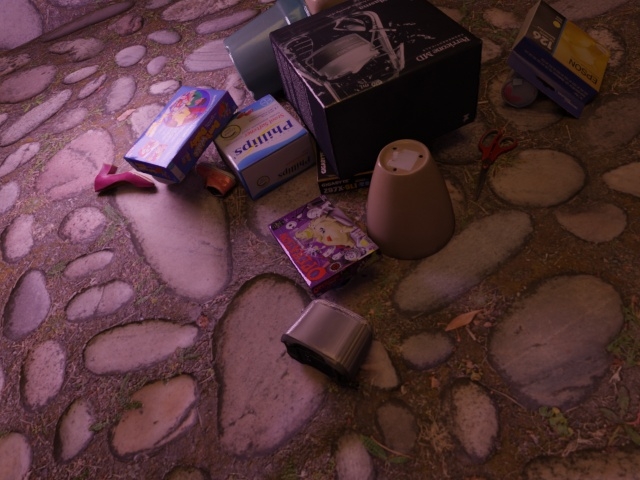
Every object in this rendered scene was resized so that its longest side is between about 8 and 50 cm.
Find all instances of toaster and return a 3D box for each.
[{"bbox_3d":[0.028,0.244,1.116,0.227,0.129,0.146,21,60,29],"label":"toaster"}]

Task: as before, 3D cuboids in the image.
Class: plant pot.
[{"bbox_3d":[0.235,-0.127,1.242,0.257,0.274,0.256,-7,53,9],"label":"plant pot"},{"bbox_3d":[-0.171,-0.733,1.784,0.334,0.341,0.341,-27,52,3],"label":"plant pot"}]

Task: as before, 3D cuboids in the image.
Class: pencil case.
[{"bbox_3d":[0.695,-0.573,1.545,0.113,0.124,0.273,19,62,20],"label":"pencil case"}]

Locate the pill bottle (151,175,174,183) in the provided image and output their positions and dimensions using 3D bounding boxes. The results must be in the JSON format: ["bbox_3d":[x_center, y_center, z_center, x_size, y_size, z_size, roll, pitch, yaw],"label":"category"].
[{"bbox_3d":[-0.561,-0.317,1.693,0.117,0.117,0.215,-16,52,3],"label":"pill bottle"}]

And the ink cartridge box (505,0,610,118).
[{"bbox_3d":[0.769,-0.589,1.479,0.304,0.072,0.307,34,60,-6],"label":"ink cartridge box"}]

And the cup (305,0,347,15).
[{"bbox_3d":[0.058,-1.031,1.964,0.331,0.331,0.237,-25,76,-4],"label":"cup"}]

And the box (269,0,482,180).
[{"bbox_3d":[0.159,-0.513,1.447,0.480,0.297,0.471,-25,54,-5],"label":"box"}]

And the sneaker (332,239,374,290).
[{"bbox_3d":[0.067,0.061,1.287,0.083,0.071,0.190,21,55,37],"label":"sneaker"}]

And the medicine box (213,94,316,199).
[{"bbox_3d":[-0.201,-0.325,1.584,0.263,0.149,0.289,-32,52,-10],"label":"medicine box"}]

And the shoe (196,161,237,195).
[{"bbox_3d":[-0.381,-0.211,1.600,0.178,0.063,0.081,23,57,23],"label":"shoe"}]

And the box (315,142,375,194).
[{"bbox_3d":[0.112,-0.311,1.536,0.257,0.079,0.322,-8,52,7],"label":"box"}]

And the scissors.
[{"bbox_3d":[0.502,-0.241,1.420,0.109,0.021,0.297,28,67,28],"label":"scissors"}]

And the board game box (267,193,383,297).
[{"bbox_3d":[0.000,0.000,1.303,0.208,0.056,0.347,-34,39,-6],"label":"board game box"}]

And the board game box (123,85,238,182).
[{"bbox_3d":[-0.471,-0.368,1.560,0.233,0.078,0.347,17,66,33],"label":"board game box"}]

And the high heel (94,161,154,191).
[{"bbox_3d":[-0.724,-0.203,1.695,0.244,0.082,0.117,19,89,12],"label":"high heel"}]
